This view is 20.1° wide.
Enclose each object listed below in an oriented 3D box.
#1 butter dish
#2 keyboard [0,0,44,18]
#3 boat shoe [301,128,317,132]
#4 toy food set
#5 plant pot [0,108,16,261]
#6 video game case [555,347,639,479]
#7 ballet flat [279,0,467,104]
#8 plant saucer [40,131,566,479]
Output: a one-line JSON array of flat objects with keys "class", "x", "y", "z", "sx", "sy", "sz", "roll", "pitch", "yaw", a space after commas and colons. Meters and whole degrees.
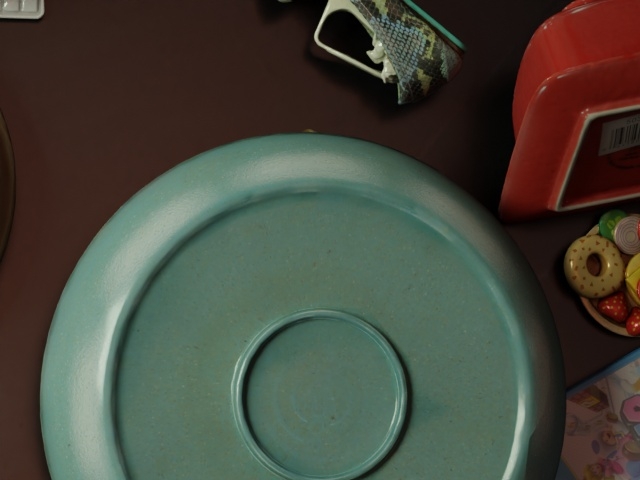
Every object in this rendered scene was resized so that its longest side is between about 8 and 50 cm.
[{"class": "butter dish", "x": 0.181, "y": -0.100, "z": 1.127, "sx": 0.160, "sy": 0.160, "sz": 0.118, "roll": -11, "pitch": 59, "yaw": -13}, {"class": "keyboard", "x": -0.296, "y": -0.174, "z": 1.094, "sx": 0.256, "sy": 0.014, "sz": 0.072, "roll": 1, "pitch": 80, "yaw": -11}, {"class": "boat shoe", "x": 0.000, "y": 0.000, "z": 1.109, "sx": 0.045, "sy": 0.050, "sz": 0.135, "roll": 6, "pitch": 84, "yaw": -19}, {"class": "toy food set", "x": 0.202, "y": 0.020, "z": 1.158, "sx": 0.082, "sy": 0.020, "sz": 0.083, "roll": -39, "pitch": 89, "yaw": -15}, {"class": "plant pot", "x": -0.290, "y": -0.039, "z": 1.019, "sx": 0.237, "sy": 0.110, "sz": 0.237, "roll": 2, "pitch": 81, "yaw": -11}, {"class": "video game case", "x": 0.217, "y": 0.128, "z": 1.145, "sx": 0.166, "sy": 0.015, "sz": 0.119, "roll": -27, "pitch": 87, "yaw": -15}, {"class": "ballet flat", "x": 0.007, "y": -0.158, "z": 1.131, "sx": 0.188, "sy": 0.070, "sz": 0.070, "roll": 44, "pitch": 75, "yaw": 2}, {"class": "plant saucer", "x": -0.002, "y": 0.091, "z": 1.052, "sx": 0.318, "sy": 0.044, "sz": 0.317, "roll": 1, "pitch": 84, "yaw": -11}]
